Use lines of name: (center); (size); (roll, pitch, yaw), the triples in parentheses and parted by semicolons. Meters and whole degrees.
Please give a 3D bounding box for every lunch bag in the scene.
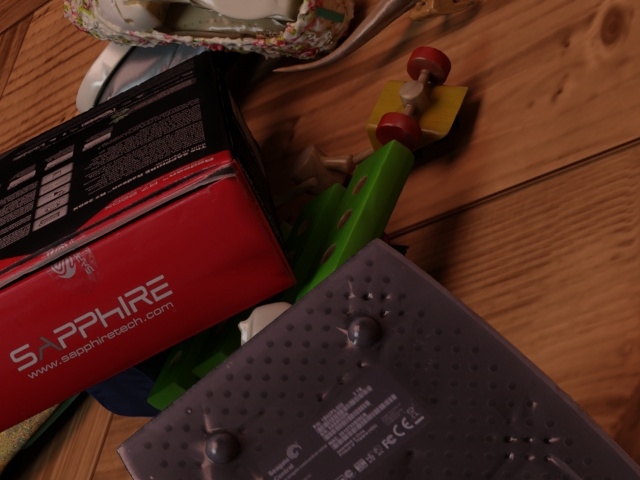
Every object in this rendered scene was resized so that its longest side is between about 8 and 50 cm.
lunch bag: (-0.124, 0.077, 1.344); (0.067, 0.098, 0.065); (0, 61, 25)

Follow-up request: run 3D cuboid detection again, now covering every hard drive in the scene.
hard drive: (0.051, 0.135, 0.840); (0.172, 0.054, 0.254); (-39, 64, -13)

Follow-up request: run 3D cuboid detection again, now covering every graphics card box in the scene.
graphics card box: (-0.148, -0.007, 1.275); (0.232, 0.094, 0.371); (-27, 17, 2)

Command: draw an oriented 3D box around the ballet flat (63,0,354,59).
ballet flat: (-0.093, -0.182, 1.437); (0.241, 0.077, 0.091); (5, 91, 21)

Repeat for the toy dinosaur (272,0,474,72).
toy dinosaur: (0.063, -0.173, 1.331); (0.211, 0.064, 0.112); (-48, 9, 1)

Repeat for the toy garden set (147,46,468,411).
toy garden set: (0.000, 0.000, 1.251); (0.244, 0.049, 0.204); (-35, 25, 53)

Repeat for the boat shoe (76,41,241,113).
boat shoe: (-0.053, -0.188, 1.524); (0.099, 0.116, 0.319); (45, 98, 19)

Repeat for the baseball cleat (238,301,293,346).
baseball cleat: (-0.001, 0.138, 1.089); (0.072, 0.109, 0.206); (-13, -76, -88)

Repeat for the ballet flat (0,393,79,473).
ballet flat: (-0.274, 0.132, 1.518); (0.348, 0.123, 0.123); (-52, 27, 14)
